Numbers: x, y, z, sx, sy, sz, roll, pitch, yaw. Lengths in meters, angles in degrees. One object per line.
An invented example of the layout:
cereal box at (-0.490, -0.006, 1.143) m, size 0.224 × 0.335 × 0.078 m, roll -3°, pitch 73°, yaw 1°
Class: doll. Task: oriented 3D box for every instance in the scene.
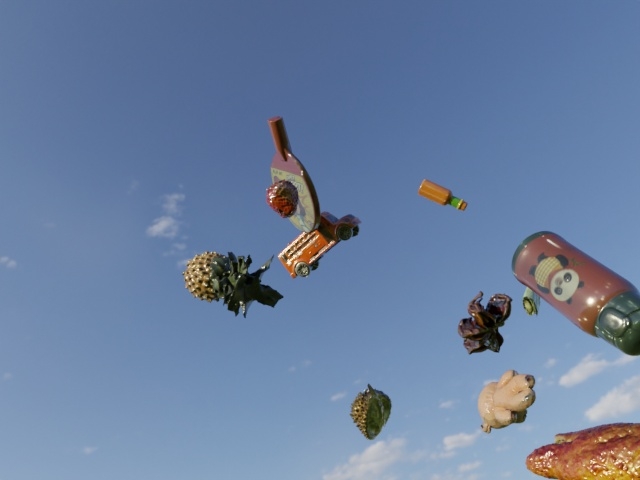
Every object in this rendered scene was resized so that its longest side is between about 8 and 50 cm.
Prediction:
doll at (0.669, 0.559, 1.661) m, size 0.156 × 0.201 × 0.303 m, roll 27°, pitch -33°, yaw -2°

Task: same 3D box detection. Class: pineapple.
pineapple at (-0.181, 0.073, 0.967) m, size 0.119 × 0.130 × 0.277 m, roll 39°, pitch -19°, yaw -29°

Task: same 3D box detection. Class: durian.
durian at (0.137, 0.486, 1.404) m, size 0.091 × 0.148 × 0.188 m, roll 16°, pitch -55°, yaw 36°

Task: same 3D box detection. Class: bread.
bread at (0.454, 0.347, 0.787) m, size 0.139 × 0.095 × 0.269 m, roll -11°, pitch -9°, yaw -26°

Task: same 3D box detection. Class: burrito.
burrito at (0.647, 0.168, 1.472) m, size 0.044 × 0.118 × 0.074 m, roll -14°, pitch -64°, yaw 40°

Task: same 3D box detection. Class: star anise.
star anise at (0.523, 0.255, 1.524) m, size 0.190 × 0.126 × 0.220 m, roll 12°, pitch -71°, yaw -20°

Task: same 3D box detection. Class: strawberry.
strawberry at (-0.089, -0.102, 1.172) m, size 0.083 × 0.096 × 0.083 m, roll -11°, pitch -8°, yaw -2°

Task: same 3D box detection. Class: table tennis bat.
table tennis bat at (-0.098, -0.211, 1.629) m, size 0.051 × 0.268 × 0.414 m, roll -28°, pitch -60°, yaw -25°

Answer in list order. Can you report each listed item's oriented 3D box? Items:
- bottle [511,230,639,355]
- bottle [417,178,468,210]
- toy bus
bottle at (0.567, 0.107, 1.028) m, size 0.144 × 0.336 × 0.144 m, roll -7°, pitch -63°, yaw -15°
bottle at (0.464, -0.165, 1.823) m, size 0.187 × 0.069 × 0.069 m, roll 28°, pitch -38°, yaw 16°
toy bus at (0.000, 0.000, 1.847) m, size 0.329 × 0.153 × 0.143 m, roll -41°, pitch -4°, yaw 19°
